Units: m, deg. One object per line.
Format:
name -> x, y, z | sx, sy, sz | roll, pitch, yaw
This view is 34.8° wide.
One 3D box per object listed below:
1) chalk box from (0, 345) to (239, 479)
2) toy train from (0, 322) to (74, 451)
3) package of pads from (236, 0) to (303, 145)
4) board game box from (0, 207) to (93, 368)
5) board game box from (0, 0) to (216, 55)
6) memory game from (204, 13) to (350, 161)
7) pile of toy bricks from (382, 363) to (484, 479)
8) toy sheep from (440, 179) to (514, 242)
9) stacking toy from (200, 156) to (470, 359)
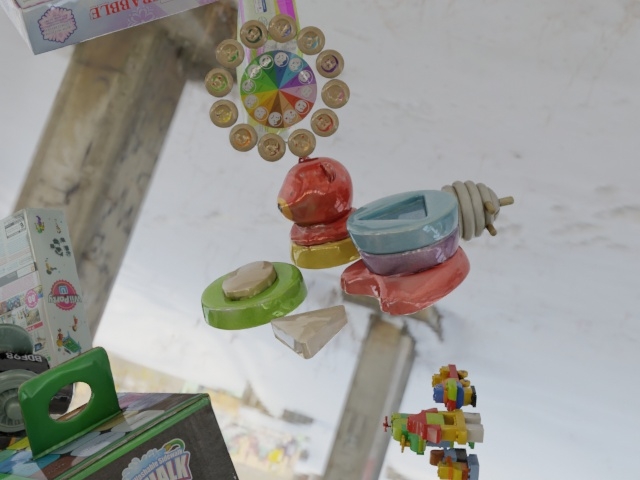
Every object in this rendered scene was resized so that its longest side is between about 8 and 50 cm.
chalk box -> -0.184, 0.240, 0.892 | 0.180, 0.289, 0.179 | -26, -170, -41
toy train -> -0.439, 0.183, 1.090 | 0.334, 0.190, 0.142 | 11, -157, -33
package of pads -> -0.097, -0.344, 1.886 | 0.101, 0.229, 0.296 | -4, 145, -8
board game box -> -0.560, 0.116, 1.923 | 0.224, 0.303, 0.097 | -21, 168, 33
board game box -> -0.279, -0.378, 1.367 | 0.318, 0.318, 0.066 | 49, 154, 47
memory game -> -0.055, -0.190, 1.284 | 0.186, 0.186, 0.012 | 18, -174, 2
pile of toy bricks -> 0.126, 0.220, 1.195 | 0.105, 0.118, 0.212 | 3, -167, 2
toy sheep -> 0.190, -0.038, 1.334 | 0.132, 0.091, 0.091 | -7, 169, -6
stacking toy -> 0.000, 0.000, 1.208 | 0.309, 0.279, 0.130 | 13, 124, 52
